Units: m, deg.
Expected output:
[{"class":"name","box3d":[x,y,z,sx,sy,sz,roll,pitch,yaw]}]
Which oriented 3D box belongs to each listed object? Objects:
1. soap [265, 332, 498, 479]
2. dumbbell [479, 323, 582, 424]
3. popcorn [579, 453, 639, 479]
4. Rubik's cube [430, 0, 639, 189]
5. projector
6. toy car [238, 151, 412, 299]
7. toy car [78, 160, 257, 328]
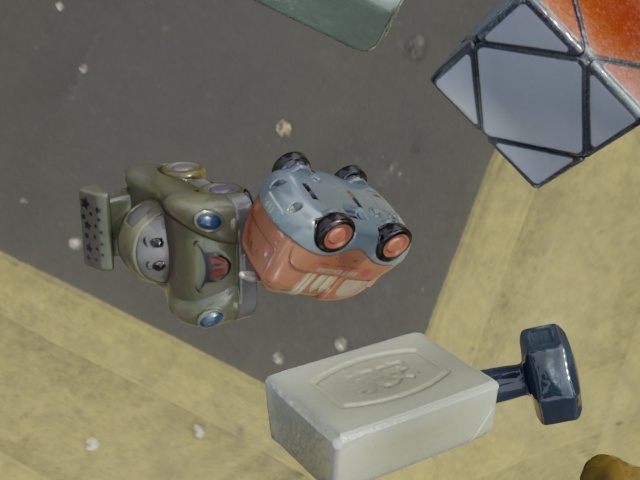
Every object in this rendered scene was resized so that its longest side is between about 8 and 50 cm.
[{"class":"soap","box3d":[0.053,0.150,0.875,0.183,0.064,0.121,-13,26,-32]},{"class":"dumbbell","box3d":[0.251,0.238,1.550,0.316,0.143,0.156,-14,79,10]},{"class":"popcorn","box3d":[0.154,0.260,0.530,0.316,0.281,0.297,49,37,-16]},{"class":"Rubik's cube","box3d":[0.300,-0.227,1.206,0.207,0.205,0.205,44,55,-7]},{"class":"projector","box3d":[0.023,-0.363,1.203,0.198,0.108,0.250,25,48,-3]},{"class":"toy car","box3d":[0.000,0.000,1.582,0.212,0.270,0.180,-57,46,26]},{"class":"toy car","box3d":[-0.272,0.001,1.749,0.226,0.242,0.336,-11,25,-30]}]
